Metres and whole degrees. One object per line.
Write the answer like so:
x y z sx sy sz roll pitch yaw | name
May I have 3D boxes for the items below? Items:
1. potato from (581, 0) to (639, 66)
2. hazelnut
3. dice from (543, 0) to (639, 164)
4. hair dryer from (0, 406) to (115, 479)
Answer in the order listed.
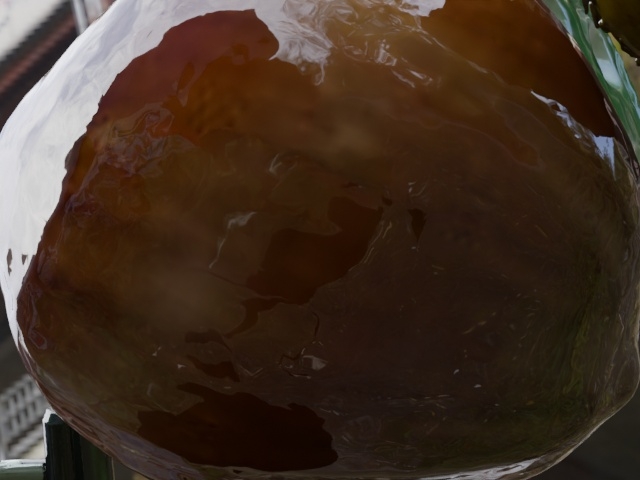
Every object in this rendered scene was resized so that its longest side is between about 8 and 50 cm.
0.197 -0.211 0.792 0.173 0.140 0.300 -26 -50 -20 | potato
0.000 0.000 0.904 0.372 0.315 0.372 24 -32 16 | hazelnut
0.108 -0.070 1.396 0.287 0.297 0.300 -24 -22 22 | dice
-0.267 0.191 1.381 0.197 0.100 0.057 -5 4 10 | hair dryer
